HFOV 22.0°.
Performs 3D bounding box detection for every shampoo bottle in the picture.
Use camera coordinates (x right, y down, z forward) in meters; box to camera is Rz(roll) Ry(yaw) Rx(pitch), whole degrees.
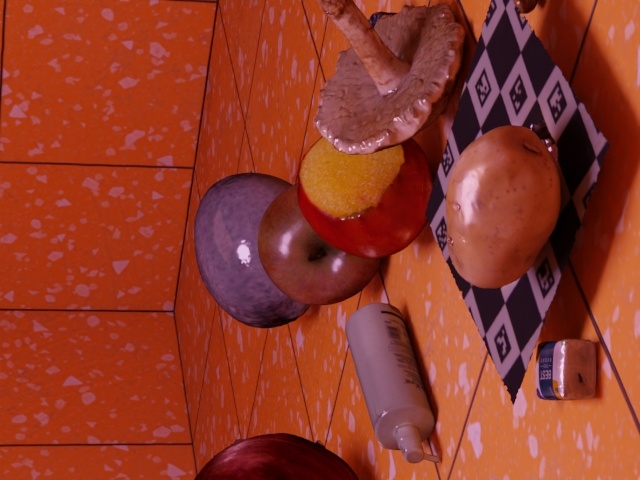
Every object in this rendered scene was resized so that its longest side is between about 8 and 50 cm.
[{"bbox_3d":[0.097,0.197,2.219,0.262,0.085,0.085,-105,21,-50],"label":"shampoo bottle"}]

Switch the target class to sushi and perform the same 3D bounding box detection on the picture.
[{"bbox_3d":[0.227,-0.057,1.758,0.320,0.069,0.339,-113,29,-48],"label":"sushi"}]

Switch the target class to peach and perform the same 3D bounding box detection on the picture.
[{"bbox_3d":[0.059,-0.069,2.188,0.192,0.190,0.190,31,-121,-84],"label":"peach"}]

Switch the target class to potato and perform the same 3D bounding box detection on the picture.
[{"bbox_3d":[0.176,-0.029,1.632,0.118,0.109,0.178,39,139,25],"label":"potato"}]

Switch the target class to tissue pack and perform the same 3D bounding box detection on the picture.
[{"bbox_3d":[0.248,0.131,1.670,0.083,0.042,0.062,157,117,-77],"label":"tissue pack"}]

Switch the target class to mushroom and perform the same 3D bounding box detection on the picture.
[{"bbox_3d":[0.043,-0.263,2.096,0.301,0.233,0.208,49,-177,-1],"label":"mushroom"}]

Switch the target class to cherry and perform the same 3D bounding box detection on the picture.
[{"bbox_3d":[-0.108,0.009,2.843,0.255,0.218,0.296,110,146,-56],"label":"cherry"}]

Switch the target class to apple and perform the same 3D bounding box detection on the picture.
[{"bbox_3d":[0.000,0.000,2.434,0.174,0.188,0.188,-113,27,-71],"label":"apple"}]

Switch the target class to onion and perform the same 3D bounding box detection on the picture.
[{"bbox_3d":[-0.063,0.441,2.450,0.341,0.341,0.341,-179,90,-77],"label":"onion"}]

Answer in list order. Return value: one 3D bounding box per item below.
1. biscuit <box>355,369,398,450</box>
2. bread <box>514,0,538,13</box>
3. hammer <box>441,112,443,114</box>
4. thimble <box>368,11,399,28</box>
[{"bbox_3d":[0.090,0.220,2.309,0.188,0.056,0.052,-110,26,-55],"label":"biscuit"},{"bbox_3d":[0.210,-0.292,1.867,0.157,0.044,0.052,-124,31,-69],"label":"bread"},{"bbox_3d":[0.144,-0.173,2.215,0.123,0.014,0.029,-169,72,-74],"label":"hammer"},{"bbox_3d":[0.099,-0.271,2.296,0.104,0.066,0.095,-123,39,-67],"label":"thimble"}]
